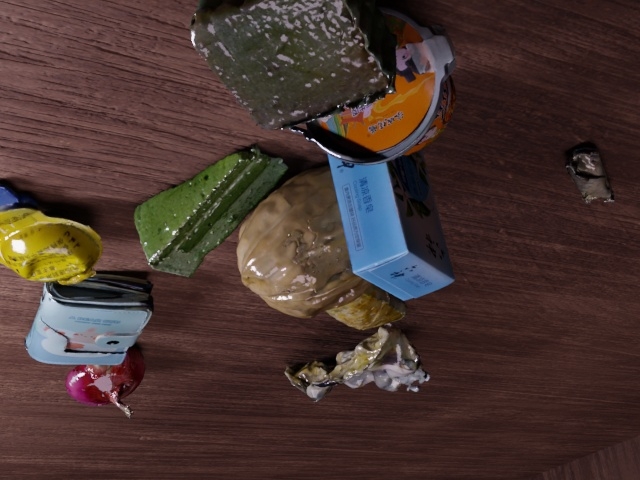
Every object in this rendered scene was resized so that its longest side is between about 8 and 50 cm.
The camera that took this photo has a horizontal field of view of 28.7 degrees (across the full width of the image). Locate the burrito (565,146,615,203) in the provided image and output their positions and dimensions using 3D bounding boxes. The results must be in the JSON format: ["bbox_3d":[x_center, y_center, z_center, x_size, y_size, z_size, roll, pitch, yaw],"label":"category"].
[{"bbox_3d":[0.401,-0.093,1.861,0.051,0.042,0.171,-14,159,18],"label":"burrito"}]

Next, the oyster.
[{"bbox_3d":[0.079,0.241,2.403,0.238,0.114,0.351,-3,160,-18],"label":"oyster"}]

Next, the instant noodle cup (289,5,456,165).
[{"bbox_3d":[0.077,-0.167,1.427,0.208,0.177,0.125,-6,173,26],"label":"instant noodle cup"}]

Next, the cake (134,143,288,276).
[{"bbox_3d":[-0.145,-0.036,1.713,0.235,0.099,0.100,-26,153,32],"label":"cake"}]

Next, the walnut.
[{"bbox_3d":[0.000,0.000,1.726,0.245,0.198,0.198,-38,159,-11],"label":"walnut"}]

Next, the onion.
[{"bbox_3d":[-0.376,0.268,2.265,0.150,0.140,0.150,-24,157,-10],"label":"onion"}]

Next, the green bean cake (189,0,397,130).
[{"bbox_3d":[-0.023,-0.217,1.303,0.173,0.094,0.181,-16,136,23],"label":"green bean cake"}]

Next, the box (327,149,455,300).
[{"bbox_3d":[0.084,-0.055,1.585,0.083,0.232,0.142,-23,153,21],"label":"box"}]

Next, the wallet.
[{"bbox_3d":[-0.377,0.129,2.035,0.176,0.075,0.250,6,152,-19],"label":"wallet"}]

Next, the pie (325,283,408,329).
[{"bbox_3d":[0.066,0.108,2.162,0.129,0.068,0.282,-16,160,16],"label":"pie"}]

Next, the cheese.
[{"bbox_3d":[-0.395,-0.007,1.726,0.157,0.064,0.250,-17,146,15],"label":"cheese"}]
